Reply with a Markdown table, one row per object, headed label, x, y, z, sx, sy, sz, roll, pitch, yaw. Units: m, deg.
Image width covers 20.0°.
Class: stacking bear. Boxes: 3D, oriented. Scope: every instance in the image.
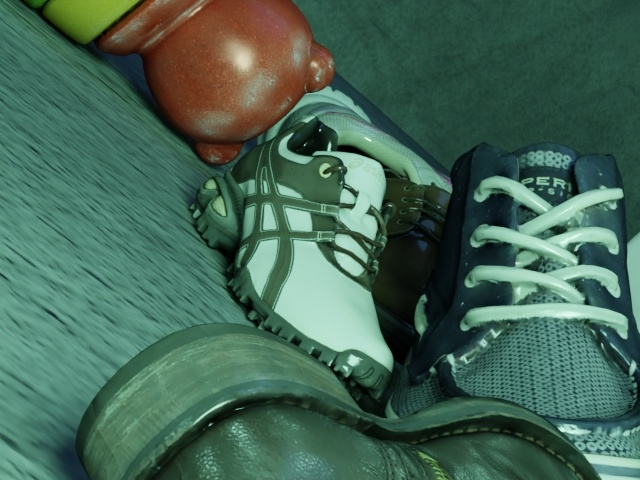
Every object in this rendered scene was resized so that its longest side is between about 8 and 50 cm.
| label | x | y | z | sx | sy | sz | roll | pitch | yaw |
| --- | --- | --- | --- | --- | --- | --- | --- | --- | --- |
| stacking bear | -0.116 | -0.184 | 1.128 | 0.289 | 0.175 | 0.164 | 50 | 4 | -9 |

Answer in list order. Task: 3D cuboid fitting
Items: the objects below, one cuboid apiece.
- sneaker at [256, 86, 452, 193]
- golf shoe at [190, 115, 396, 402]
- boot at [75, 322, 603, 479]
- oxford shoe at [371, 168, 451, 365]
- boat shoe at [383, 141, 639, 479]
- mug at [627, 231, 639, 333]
| label | x | y | z | sx | sy | sz | roll | pitch | yaw |
| --- | --- | --- | --- | --- | --- | --- | --- | --- | --- |
| sneaker | 0.061 | -0.007 | 1.282 | 0.252 | 0.103 | 0.111 | 34 | 10 | -6 |
| golf shoe | 0.000 | 0.000 | 0.916 | 0.077 | 0.094 | 0.198 | 39 | 10 | -39 |
| boot | 0.055 | 0.142 | 0.497 | 0.263 | 0.091 | 0.229 | 23 | 23 | -49 |
| oxford shoe | 0.044 | 0.006 | 1.102 | 0.083 | 0.096 | 0.227 | 42 | 9 | -23 |
| boat shoe | 0.092 | 0.033 | 0.826 | 0.127 | 0.158 | 0.340 | 7 | 3 | -2 |
| mug | 0.351 | 0.170 | 1.024 | 0.374 | 0.276 | 0.328 | 24 | 21 | -27 |
